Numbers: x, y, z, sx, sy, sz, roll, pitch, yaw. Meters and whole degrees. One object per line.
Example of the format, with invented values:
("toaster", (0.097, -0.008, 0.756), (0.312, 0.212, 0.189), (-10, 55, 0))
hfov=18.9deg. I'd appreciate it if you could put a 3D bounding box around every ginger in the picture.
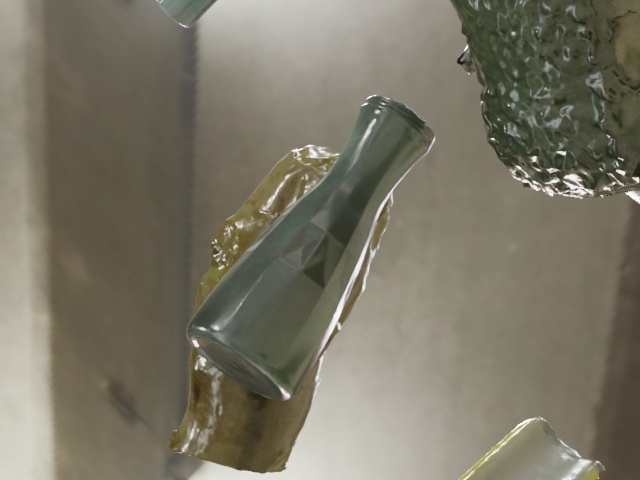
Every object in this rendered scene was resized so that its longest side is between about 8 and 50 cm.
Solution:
("ginger", (-0.036, 0.052, 1.439), (0.116, 0.109, 0.263), (3, -69, -60))

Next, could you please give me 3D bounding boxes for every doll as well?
("doll", (0.179, -0.198, 1.207), (0.247, 0.247, 0.350), (-13, -73, -36))

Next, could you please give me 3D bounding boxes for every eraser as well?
("eraser", (0.068, 0.223, 1.210), (0.226, 0.069, 0.158), (-34, -19, -42))

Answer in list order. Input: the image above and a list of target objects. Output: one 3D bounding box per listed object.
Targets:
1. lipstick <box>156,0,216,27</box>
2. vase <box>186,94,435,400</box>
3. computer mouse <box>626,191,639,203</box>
("lipstick", (-0.075, -0.250, 1.633), (0.158, 0.048, 0.048), (-43, -38, 20))
("vase", (0.000, 0.000, 1.312), (0.214, 0.086, 0.086), (-56, -40, -17))
("computer mouse", (0.310, -0.086, 1.706), (0.114, 0.374, 0.203), (-47, 4, 13))
